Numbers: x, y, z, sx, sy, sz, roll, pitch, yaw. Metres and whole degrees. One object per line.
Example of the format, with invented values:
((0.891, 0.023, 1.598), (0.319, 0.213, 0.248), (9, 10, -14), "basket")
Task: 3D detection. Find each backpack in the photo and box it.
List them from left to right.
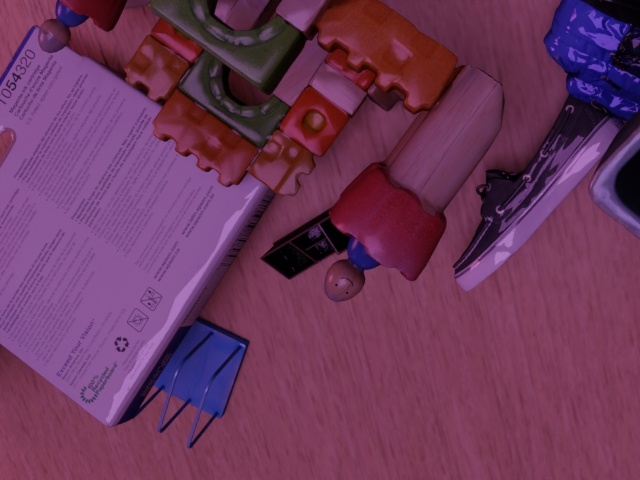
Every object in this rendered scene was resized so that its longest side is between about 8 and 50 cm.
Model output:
((0.261, -0.172, 0.792), (0.120, 0.098, 0.101), (30, 118, 5), "backpack")

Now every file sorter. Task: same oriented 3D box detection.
((-0.197, 0.155, 1.065), (0.170, 0.104, 0.118), (25, 115, 9), "file sorter")

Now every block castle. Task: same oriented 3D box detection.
((-0.077, -0.152, 0.767), (0.453, 0.303, 0.213), (36, 97, -1), "block castle")

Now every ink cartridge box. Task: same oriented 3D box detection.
((-0.264, -0.019, 0.985), (0.330, 0.071, 0.324), (35, 96, 12), "ink cartridge box")

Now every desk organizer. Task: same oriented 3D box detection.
((0.000, 0.000, 0.971), (0.130, 0.050, 0.047), (-31, 97, 26), "desk organizer")

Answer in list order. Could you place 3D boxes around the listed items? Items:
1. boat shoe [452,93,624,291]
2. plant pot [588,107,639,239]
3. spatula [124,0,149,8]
((0.198, -0.049, 0.872), (0.076, 0.080, 0.228), (42, 116, 7), "boat shoe")
((0.371, -0.084, 0.637), (0.247, 0.252, 0.248), (38, 116, 1), "plant pot")
((-0.145, -0.349, 0.914), (0.242, 0.019, 0.168), (-11, 104, 18), "spatula")
